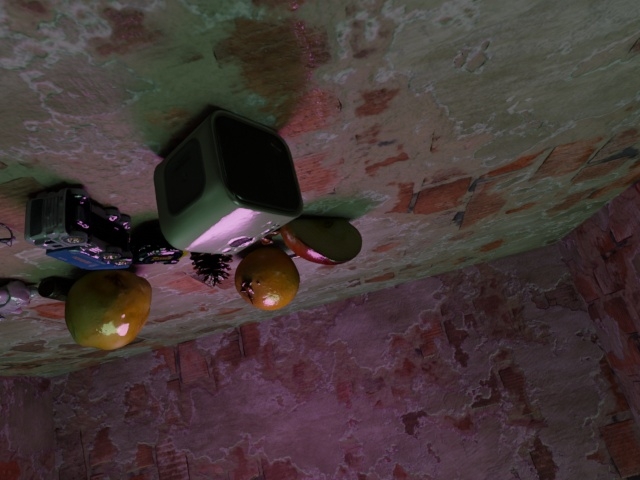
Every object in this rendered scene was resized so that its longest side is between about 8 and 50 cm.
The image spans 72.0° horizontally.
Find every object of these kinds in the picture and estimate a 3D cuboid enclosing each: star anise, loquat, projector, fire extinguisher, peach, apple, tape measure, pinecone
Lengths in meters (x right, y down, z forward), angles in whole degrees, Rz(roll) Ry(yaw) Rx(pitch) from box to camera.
[{"bbox_3d":[-0.229,-0.016,1.671,0.212,0.053,0.157,-13,157,-17],"label":"star anise"},{"bbox_3d":[-0.229,0.157,1.846,0.275,0.275,0.275,-13,161,-5],"label":"loquat"},{"bbox_3d":[-0.224,-0.126,1.066,0.249,0.248,0.248,-29,156,35],"label":"projector"},{"bbox_3d":[-0.979,0.222,1.716,0.075,0.106,0.252,7,164,11],"label":"fire extinguisher"},{"bbox_3d":[-0.802,0.252,1.661,0.281,0.314,0.315,26,154,-5],"label":"peach"},{"bbox_3d":[0.000,0.000,1.702,0.346,0.179,0.254,-3,-170,-43],"label":"apple"},{"bbox_3d":[-0.523,0.013,1.458,0.199,0.112,0.186,-4,166,-44],"label":"tape measure"},{"bbox_3d":[-0.408,0.092,1.674,0.163,0.165,0.163,-15,166,-4],"label":"pinecone"}]

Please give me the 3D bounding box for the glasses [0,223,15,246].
[{"bbox_3d":[-0.919,-0.008,1.180,0.104,0.062,0.140,-21,159,21],"label":"glasses"}]

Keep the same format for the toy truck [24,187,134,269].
[{"bbox_3d":[-0.652,-0.013,1.235,0.175,0.146,0.367,-11,161,2],"label":"toy truck"}]

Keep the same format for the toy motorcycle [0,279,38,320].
[{"bbox_3d":[-1.118,0.212,1.602,0.171,0.110,0.260,-19,170,-26],"label":"toy motorcycle"}]

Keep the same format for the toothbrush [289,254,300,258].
[{"bbox_3d":[-0.195,0.093,2.052,0.321,0.023,0.031,-14,168,2],"label":"toothbrush"}]
